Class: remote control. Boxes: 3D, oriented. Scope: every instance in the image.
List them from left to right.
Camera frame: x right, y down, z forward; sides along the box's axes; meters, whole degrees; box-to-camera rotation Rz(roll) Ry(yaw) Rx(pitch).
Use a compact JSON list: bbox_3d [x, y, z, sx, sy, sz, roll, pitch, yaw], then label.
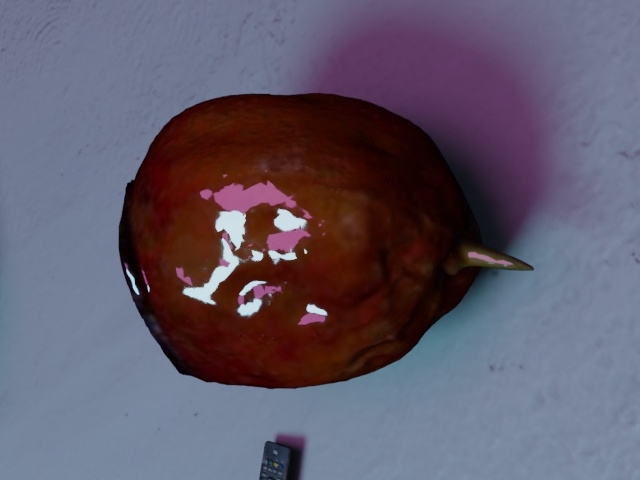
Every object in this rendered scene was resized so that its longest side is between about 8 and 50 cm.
[{"bbox_3d":[-0.032,0.183,0.775,0.034,0.016,0.091,5,85,53],"label":"remote control"}]

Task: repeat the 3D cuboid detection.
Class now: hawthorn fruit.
[{"bbox_3d":[0.000,0.000,0.678,0.251,0.189,0.190,1,83,33],"label":"hawthorn fruit"}]
